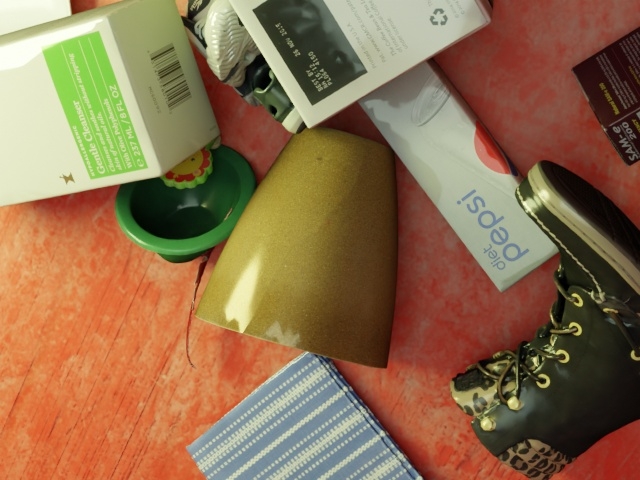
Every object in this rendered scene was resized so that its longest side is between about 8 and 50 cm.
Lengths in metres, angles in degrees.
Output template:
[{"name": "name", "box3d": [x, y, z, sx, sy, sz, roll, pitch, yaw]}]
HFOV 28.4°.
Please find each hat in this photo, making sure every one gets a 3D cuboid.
[{"name": "hat", "box3d": [-0.168, 0.004, 1.629, 0.173, 0.183, 0.208, 31, 62, 25]}]

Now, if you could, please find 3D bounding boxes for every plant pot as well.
[{"name": "plant pot", "box3d": [0.000, 0.000, 1.502, 0.237, 0.237, 0.254, 16, 88, 11]}]

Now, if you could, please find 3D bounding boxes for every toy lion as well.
[{"name": "toy lion", "box3d": [-0.176, -0.112, 1.582, 0.100, 0.034, 0.096, 22, 66, 17]}]

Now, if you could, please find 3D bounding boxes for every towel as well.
[{"name": "towel", "box3d": [0.014, 0.330, 1.631, 0.243, 0.040, 0.336, -41, 85, 17]}]

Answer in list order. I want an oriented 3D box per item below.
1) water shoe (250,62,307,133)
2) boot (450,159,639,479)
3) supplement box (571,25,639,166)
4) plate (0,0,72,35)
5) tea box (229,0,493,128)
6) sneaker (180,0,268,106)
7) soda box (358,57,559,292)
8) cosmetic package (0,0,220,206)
[{"name": "water shoe", "box3d": [-0.039, -0.181, 1.479, 0.080, 0.203, 0.073, 41, 95, -11]}, {"name": "boot", "box3d": [0.268, 0.108, 1.430, 0.284, 0.138, 0.377, -37, 122, 20]}, {"name": "supplement box", "box3d": [0.412, -0.198, 1.398, 0.239, 0.130, 0.073, -31, 128, 16]}, {"name": "plate", "box3d": [-0.455, -0.391, 1.636, 0.278, 0.045, 0.277, -4, 97, 14]}, {"name": "tea box", "box3d": [0.015, -0.338, 1.359, 0.220, 0.323, 0.329, -29, 102, 15]}, {"name": "sneaker", "box3d": [-0.120, -0.260, 1.486, 0.094, 0.235, 0.153, -44, 74, 4]}, {"name": "soda box", "box3d": [0.171, -0.084, 1.499, 0.098, 0.091, 0.286, -37, 88, 15]}, {"name": "cosmetic package", "box3d": [-0.329, -0.160, 1.528, 0.365, 0.155, 0.197, -11, 108, 28]}]
